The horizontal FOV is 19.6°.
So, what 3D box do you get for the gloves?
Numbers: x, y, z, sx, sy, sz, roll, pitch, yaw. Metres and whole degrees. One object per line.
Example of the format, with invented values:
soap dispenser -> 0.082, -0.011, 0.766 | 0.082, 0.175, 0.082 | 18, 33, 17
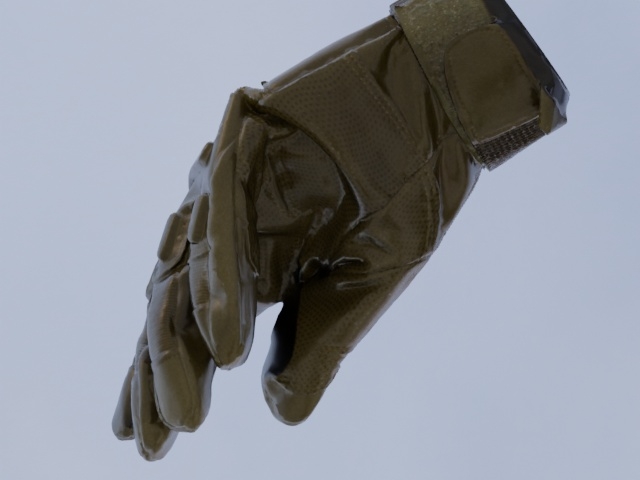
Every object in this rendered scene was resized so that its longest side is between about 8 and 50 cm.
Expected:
gloves -> -0.008, -0.013, 1.054 | 0.331, 0.154, 0.141 | -42, -112, 4
